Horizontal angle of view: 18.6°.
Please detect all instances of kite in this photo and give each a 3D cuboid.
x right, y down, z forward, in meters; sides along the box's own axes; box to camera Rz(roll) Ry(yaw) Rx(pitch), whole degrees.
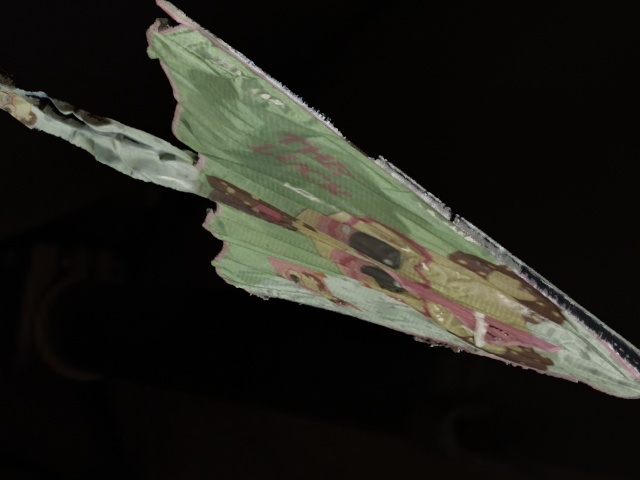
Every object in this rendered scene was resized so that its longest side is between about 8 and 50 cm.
[{"bbox_3d":[0.000,0.000,0.638,0.268,0.323,0.013,25,77,6],"label":"kite"}]
